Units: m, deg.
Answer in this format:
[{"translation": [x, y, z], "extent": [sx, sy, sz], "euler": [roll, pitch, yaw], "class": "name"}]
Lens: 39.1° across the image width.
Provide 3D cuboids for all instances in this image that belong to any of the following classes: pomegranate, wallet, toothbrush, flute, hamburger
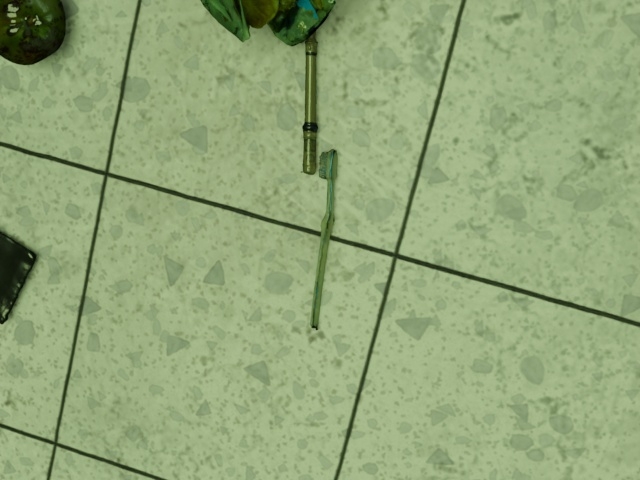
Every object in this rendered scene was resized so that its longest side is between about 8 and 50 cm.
[{"translation": [-0.486, -0.344, 1.423], "extent": [0.163, 0.125, 0.138], "euler": [-7, 111, 14], "class": "pomegranate"}, {"translation": [-0.634, 0.013, 1.567], "extent": [0.285, 0.030, 0.146], "euler": [31, 108, 6], "class": "wallet"}, {"translation": [0.005, 0.001, 1.429], "extent": [0.028, 0.026, 0.294], "euler": [9, 102, 29], "class": "toothbrush"}, {"translation": [-0.015, -0.217, 1.395], "extent": [0.027, 0.027, 0.233], "euler": [3, 100, 12], "class": "flute"}, {"translation": [-0.116, -0.373, 1.262], "extent": [0.276, 0.260, 0.150], "euler": [40, 67, 5], "class": "hamburger"}]
